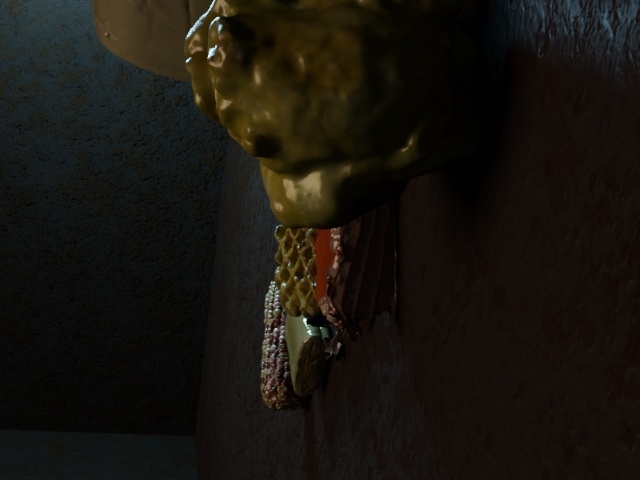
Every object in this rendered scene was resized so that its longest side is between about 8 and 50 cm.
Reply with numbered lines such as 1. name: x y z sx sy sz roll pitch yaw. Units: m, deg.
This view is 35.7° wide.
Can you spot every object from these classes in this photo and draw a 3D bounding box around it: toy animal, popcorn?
1. toy animal: 0.020 0.172 1.648 0.084 0.028 0.050 -150 57 -77
2. popcorn: 0.012 -0.182 1.087 0.312 0.312 0.312 -176 90 -79

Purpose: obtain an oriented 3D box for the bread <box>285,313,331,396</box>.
1. bread: -0.024 0.174 1.788 0.178 0.060 0.140 -103 21 -56

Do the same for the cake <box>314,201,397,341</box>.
1. cake: 0.049 0.003 1.370 0.135 0.098 0.287 128 144 -48

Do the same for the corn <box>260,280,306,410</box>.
1. corn: -0.068 0.203 1.945 0.092 0.092 0.281 112 161 -57

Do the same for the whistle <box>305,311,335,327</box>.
1. whistle: 0.000 0.000 1.734 0.062 0.062 0.304 118 154 -63

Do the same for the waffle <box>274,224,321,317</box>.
1. waffle: -0.012 -0.003 1.630 0.250 0.056 0.261 -9 78 64

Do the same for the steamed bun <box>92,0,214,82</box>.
1. steamed bun: -0.168 -0.461 1.761 0.371 0.455 0.290 119 162 -68
